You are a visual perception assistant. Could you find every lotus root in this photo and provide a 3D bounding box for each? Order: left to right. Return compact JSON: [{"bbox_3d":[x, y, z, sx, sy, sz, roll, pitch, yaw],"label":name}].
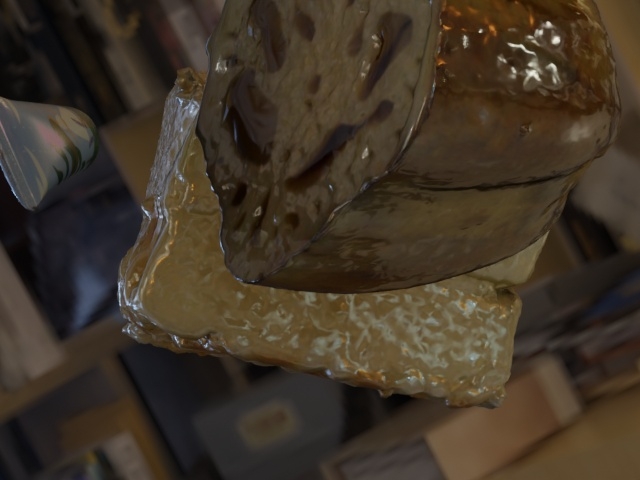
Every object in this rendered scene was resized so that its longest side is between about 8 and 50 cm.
[{"bbox_3d":[0.074,-0.125,1.464,0.250,0.316,0.316,5,-14,-30],"label":"lotus root"}]

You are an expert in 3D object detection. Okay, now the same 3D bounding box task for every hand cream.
[{"bbox_3d":[-0.211,-0.069,1.476,0.055,0.088,0.256,-20,3,6],"label":"hand cream"}]

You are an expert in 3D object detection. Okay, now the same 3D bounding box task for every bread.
[{"bbox_3d":[0.000,0.000,1.914,0.371,0.279,0.390,12,-3,-10],"label":"bread"}]
